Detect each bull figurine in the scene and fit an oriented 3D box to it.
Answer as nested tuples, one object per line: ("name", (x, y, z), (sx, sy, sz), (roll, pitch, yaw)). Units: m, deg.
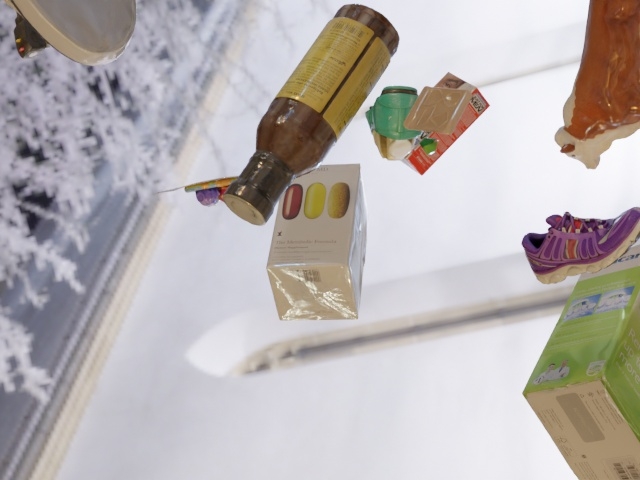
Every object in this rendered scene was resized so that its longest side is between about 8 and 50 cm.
("bull figurine", (0.436, -0.239, 1.780), (0.101, 0.188, 0.310), (-44, -39, -66))

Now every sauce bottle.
("sauce bottle", (-0.017, -0.175, 1.758), (0.344, 0.111, 0.111), (-55, -39, -21))

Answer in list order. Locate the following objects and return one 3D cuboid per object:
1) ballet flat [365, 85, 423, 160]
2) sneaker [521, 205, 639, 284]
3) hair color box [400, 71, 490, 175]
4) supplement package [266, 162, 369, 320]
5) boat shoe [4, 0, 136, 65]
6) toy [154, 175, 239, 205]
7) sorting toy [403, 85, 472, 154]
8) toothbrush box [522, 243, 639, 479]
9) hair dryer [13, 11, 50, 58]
("ballet flat", (0.101, -0.153, 1.739), (0.247, 0.083, 0.087), (39, -124, -88))
("sneaker", (0.280, -0.003, 1.369), (0.071, 0.170, 0.068), (55, -131, -8))
("hair color box", (0.194, -0.198, 2.139), (0.053, 0.167, 0.093), (47, 176, -37))
("supplement package", (0.000, 0.000, 2.118), (0.134, 0.139, 0.244), (79, -166, -44))
("boat shoe", (-0.339, -0.319, 1.343), (0.136, 0.156, 0.367), (-38, -90, -34))
("toy", (-0.192, -0.098, 2.471), (0.237, 0.137, 0.056), (-19, -85, -48))
("sorting toy", (0.119, -0.127, 1.343), (0.083, 0.062, 0.012), (-60, -42, -18))
("toothbrush box", (0.392, 0.167, 1.591), (0.206, 0.122, 0.283), (56, -138, -18))
("hair dryer", (-0.427, -0.363, 1.799), (0.293, 0.080, 0.223), (58, -157, 8))
